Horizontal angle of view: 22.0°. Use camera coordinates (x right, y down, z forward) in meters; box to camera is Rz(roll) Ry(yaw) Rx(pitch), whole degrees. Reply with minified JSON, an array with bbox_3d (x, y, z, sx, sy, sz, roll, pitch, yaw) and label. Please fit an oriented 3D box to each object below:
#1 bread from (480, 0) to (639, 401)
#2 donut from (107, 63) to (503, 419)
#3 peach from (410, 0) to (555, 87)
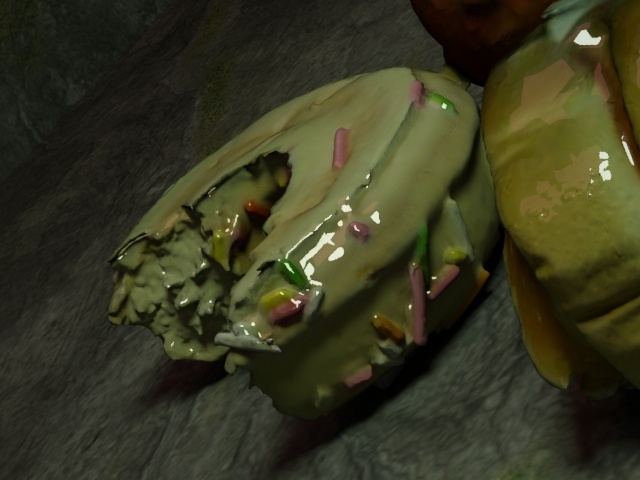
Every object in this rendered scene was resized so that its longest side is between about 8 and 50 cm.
[{"bbox_3d":[0.250,-0.083,0.925,0.341,0.210,0.300,-26,25,33],"label":"bread"},{"bbox_3d":[0.001,-0.005,1.292,0.307,0.150,0.371,-45,21,-15],"label":"donut"},{"bbox_3d":[0.224,-0.261,1.237,0.373,0.290,0.372,-33,20,14],"label":"peach"}]
